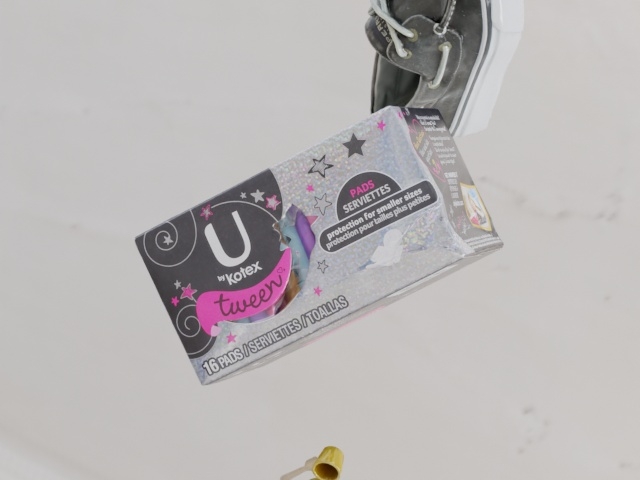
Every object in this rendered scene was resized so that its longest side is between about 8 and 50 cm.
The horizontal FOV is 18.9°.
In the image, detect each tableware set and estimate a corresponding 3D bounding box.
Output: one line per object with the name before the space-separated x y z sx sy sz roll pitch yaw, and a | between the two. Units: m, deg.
tableware set | 0.048 0.211 1.439 0.154 0.024 0.104 43 -50 -16

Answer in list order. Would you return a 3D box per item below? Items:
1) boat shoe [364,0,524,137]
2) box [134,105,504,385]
boat shoe | 0.100 -0.186 1.701 0.335 0.119 0.121 91 -19 -56
box | 0.000 0.000 1.598 0.247 0.163 0.142 -28 -95 16
